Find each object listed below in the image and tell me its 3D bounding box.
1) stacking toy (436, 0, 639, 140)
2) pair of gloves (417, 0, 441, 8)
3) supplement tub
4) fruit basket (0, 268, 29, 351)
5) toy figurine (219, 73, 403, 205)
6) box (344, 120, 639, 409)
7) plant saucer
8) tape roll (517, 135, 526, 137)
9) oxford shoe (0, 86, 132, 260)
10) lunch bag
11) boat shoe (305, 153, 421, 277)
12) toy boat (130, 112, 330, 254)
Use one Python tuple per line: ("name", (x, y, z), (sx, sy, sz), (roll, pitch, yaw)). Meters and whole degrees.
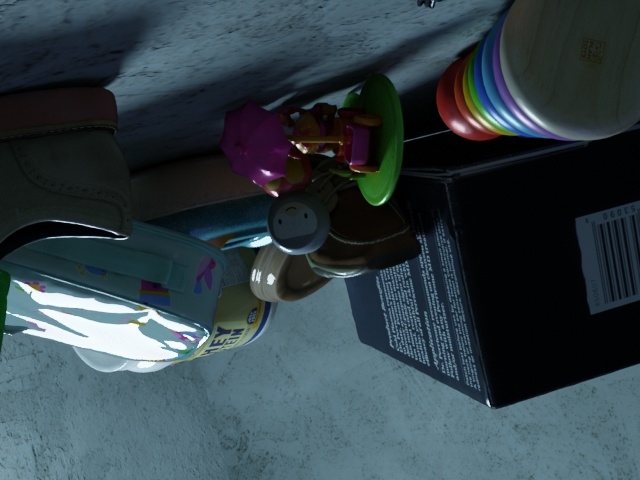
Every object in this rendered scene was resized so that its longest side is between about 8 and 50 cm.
("stacking toy", (0.185, -0.144, 1.138), (0.141, 0.141, 0.330), (-15, 180, -11))
("pair of gloves", (0.114, -0.195, 0.935), (0.083, 0.010, 0.074), (-15, 177, -3))
("supplement tub", (-0.248, 0.092, 2.048), (0.228, 0.228, 0.316), (-19, 176, 42))
("fruit basket", (-0.466, 0.068, 1.074), (0.352, 0.166, 0.327), (-1, 172, 1))
("toy figurine", (-0.023, -0.104, 1.212), (0.159, 0.130, 0.173), (-1, -163, -18))
("box", (0.313, -0.018, 1.655), (0.479, 0.298, 0.472), (-15, -169, -15))
("plant saucer", (0.000, 0.000, 2.008), (0.278, 0.041, 0.278), (-38, 155, -21))
("tape roll", (0.331, -0.191, 1.317), (0.274, 0.090, 0.275), (-17, 177, -1))
("oxford shoe", (-0.305, -0.015, 0.895), (0.348, 0.130, 0.123), (-15, 176, -12))
("lunch bag", (-0.236, 0.036, 1.286), (0.279, 0.108, 0.224), (16, 156, -14))
("boat shoe", (0.019, -0.040, 1.519), (0.122, 0.120, 0.324), (-19, -163, -16))
("toy boat", (-0.104, -0.032, 1.395), (0.267, 0.148, 0.318), (-13, 176, -35))
